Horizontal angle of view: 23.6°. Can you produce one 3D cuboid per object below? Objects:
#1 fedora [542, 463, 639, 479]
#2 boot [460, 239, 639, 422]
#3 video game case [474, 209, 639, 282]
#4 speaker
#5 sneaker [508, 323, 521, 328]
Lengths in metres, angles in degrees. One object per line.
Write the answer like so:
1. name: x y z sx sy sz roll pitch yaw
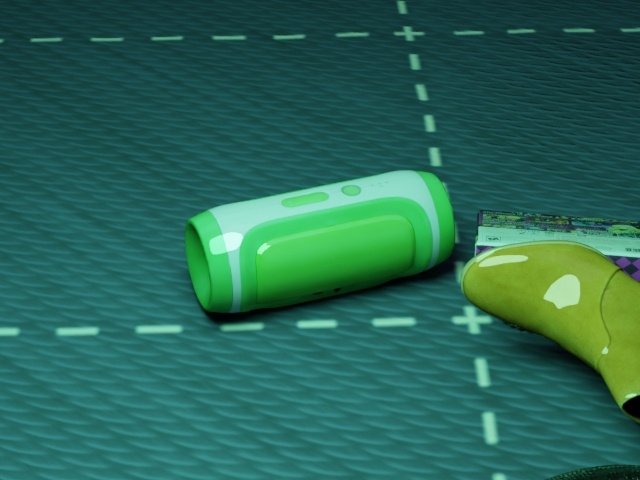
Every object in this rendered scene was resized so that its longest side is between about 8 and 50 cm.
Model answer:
1. fedora: 0.254 0.342 1.263 0.334 0.152 0.334 0 36 0
2. boot: 0.291 0.102 1.572 0.295 0.104 0.211 9 32 -1
3. video game case: 0.294 0.008 1.774 0.232 0.042 0.210 4 12 5
4. speaker: 0.000 0.000 1.769 0.296 0.131 0.131 -12 37 -17
5. sneaker: 0.265 0.070 1.750 0.162 0.063 0.073 16 19 16
